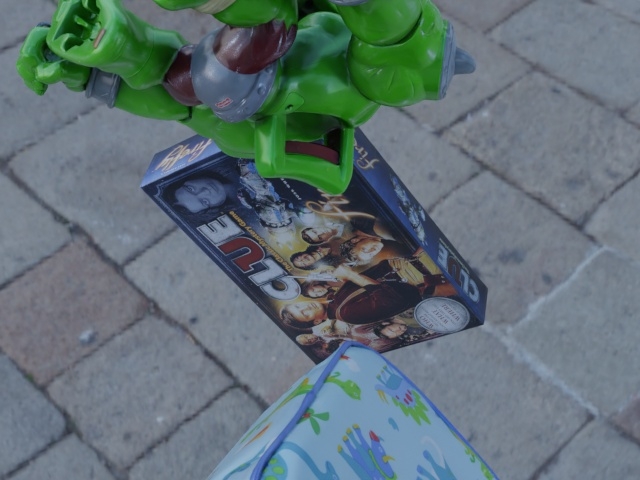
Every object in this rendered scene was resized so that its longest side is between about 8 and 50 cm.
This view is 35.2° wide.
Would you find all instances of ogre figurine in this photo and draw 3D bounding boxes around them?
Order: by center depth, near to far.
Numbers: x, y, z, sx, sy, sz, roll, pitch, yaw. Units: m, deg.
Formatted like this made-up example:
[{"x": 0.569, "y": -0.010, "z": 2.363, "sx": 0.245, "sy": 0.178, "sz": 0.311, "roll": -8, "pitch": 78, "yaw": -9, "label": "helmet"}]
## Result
[{"x": -0.029, "y": -0.077, "z": 0.407, "sx": 0.118, "sy": 0.197, "sz": 0.096, "roll": 27, "pitch": 44, "yaw": -39, "label": "ogre figurine"}]

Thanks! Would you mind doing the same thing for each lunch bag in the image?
[{"x": 0.027, "y": 0.156, "z": 0.487, "sx": 0.176, "sy": 0.090, "sz": 0.219, "roll": 46, "pitch": 19, "yaw": 1, "label": "lunch bag"}]

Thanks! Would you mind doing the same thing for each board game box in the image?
[{"x": 0.000, "y": 0.000, "z": 0.794, "sx": 0.165, "sy": 0.243, "sz": 0.042, "roll": -20, "pitch": 37, "yaw": 32, "label": "board game box"}]
